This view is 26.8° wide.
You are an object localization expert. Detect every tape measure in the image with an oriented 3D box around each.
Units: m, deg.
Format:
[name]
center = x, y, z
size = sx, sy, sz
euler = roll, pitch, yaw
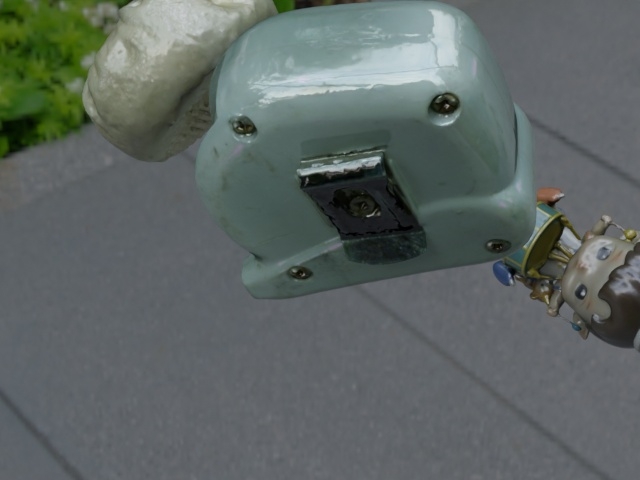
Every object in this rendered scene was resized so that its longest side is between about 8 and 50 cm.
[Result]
[tape measure]
center = 0.025, -0.054, 0.983
size = 0.243, 0.246, 0.125
euler = -11, 52, 21

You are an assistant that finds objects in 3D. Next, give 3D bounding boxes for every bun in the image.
[bun]
center = -0.236, -0.302, 2.203
size = 0.211, 0.359, 0.360
euler = 43, 50, 7

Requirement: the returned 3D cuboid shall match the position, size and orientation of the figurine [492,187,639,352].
[figurine]
center = 0.362, 0.052, 1.717
size = 0.275, 0.161, 0.158
euler = 29, 7, 23
